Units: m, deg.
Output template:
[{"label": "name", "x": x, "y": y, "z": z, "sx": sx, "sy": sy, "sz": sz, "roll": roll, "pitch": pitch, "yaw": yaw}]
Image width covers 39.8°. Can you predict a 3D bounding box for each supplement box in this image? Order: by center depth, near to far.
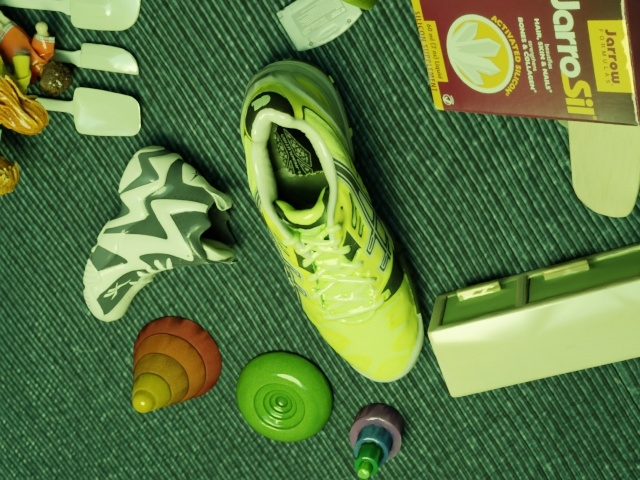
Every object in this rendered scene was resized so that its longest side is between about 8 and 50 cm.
[{"label": "supplement box", "x": 0.169, "y": -0.153, "z": 0.657, "sx": 0.188, "sy": 0.081, "sz": 0.104, "roll": 15, "pitch": 131, "yaw": 48}]

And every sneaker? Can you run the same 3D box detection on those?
[{"label": "sneaker", "x": 0.000, "y": 0.000, "z": 0.964, "sx": 0.145, "sy": 0.147, "sz": 0.384, "roll": -20, "pitch": 106, "yaw": 18}, {"label": "sneaker", "x": -0.178, "y": 0.021, "z": 1.043, "sx": 0.153, "sy": 0.094, "sz": 0.235, "roll": 28, "pitch": 105, "yaw": 11}]

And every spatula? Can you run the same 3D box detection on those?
[{"label": "spatula", "x": -0.322, "y": -0.213, "z": 1.029, "sx": 0.242, "sy": 0.019, "sz": 0.168, "roll": 8, "pitch": 114, "yaw": 11}]

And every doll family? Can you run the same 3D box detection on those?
[{"label": "doll family", "x": -0.394, "y": -0.139, "z": 1.006, "sx": 0.163, "sy": 0.118, "sz": 0.263, "roll": 42, "pitch": 117, "yaw": -2}]

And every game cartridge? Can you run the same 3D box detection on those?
[{"label": "game cartridge", "x": 0.001, "y": -0.240, "z": 0.941, "sx": 0.083, "sy": 0.017, "sz": 0.056, "roll": -26, "pitch": 99, "yaw": 22}]

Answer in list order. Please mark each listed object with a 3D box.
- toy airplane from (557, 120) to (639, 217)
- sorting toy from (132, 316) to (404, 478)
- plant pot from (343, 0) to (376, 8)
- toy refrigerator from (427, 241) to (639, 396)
[{"label": "toy airplane", "x": 0.283, "y": -0.232, "z": 0.771, "sx": 0.384, "sy": 0.272, "sz": 0.386, "roll": 54, "pitch": 150, "yaw": 1}, {"label": "sorting toy", "x": -0.082, "y": 0.211, "z": 1.080, "sx": 0.366, "sy": 0.126, "sz": 0.127, "roll": 18, "pitch": 114, "yaw": 7}, {"label": "plant pot", "x": -0.009, "y": -0.352, "z": 0.786, "sx": 0.228, "sy": 0.227, "sz": 0.207, "roll": 31, "pitch": 105, "yaw": 1}, {"label": "toy refrigerator", "x": 0.260, "y": 0.079, "z": 0.956, "sx": 0.270, "sy": 0.102, "sz": 0.094, "roll": -17, "pitch": 106, "yaw": 20}]
